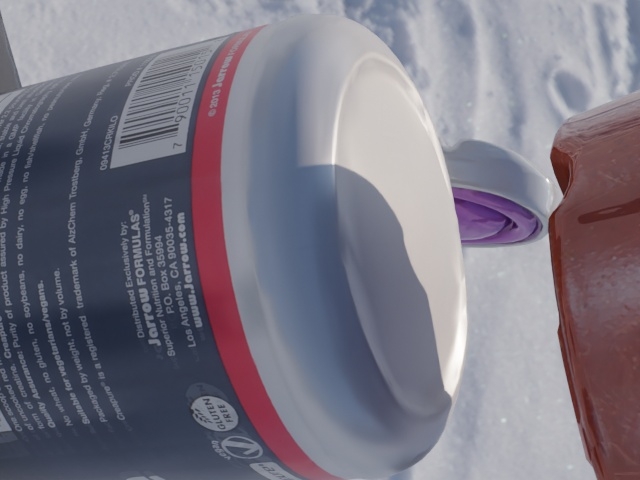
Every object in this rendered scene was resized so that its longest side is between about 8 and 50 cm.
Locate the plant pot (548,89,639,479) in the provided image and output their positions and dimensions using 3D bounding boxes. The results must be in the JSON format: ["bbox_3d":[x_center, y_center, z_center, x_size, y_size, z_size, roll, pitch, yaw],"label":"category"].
[{"bbox_3d":[0.232,0.020,0.358,0.272,0.265,0.272,43,39,-49],"label":"plant pot"}]

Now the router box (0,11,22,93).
[{"bbox_3d":[-0.279,-0.080,0.678,0.309,0.081,0.242,29,42,-75],"label":"router box"}]

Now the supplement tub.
[{"bbox_3d":[-0.087,0.018,0.490,0.191,0.272,0.191,-10,90,-66],"label":"supplement tub"}]

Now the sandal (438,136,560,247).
[{"bbox_3d":[-0.011,-0.006,0.885,0.169,0.416,0.102,32,63,-39],"label":"sandal"}]
